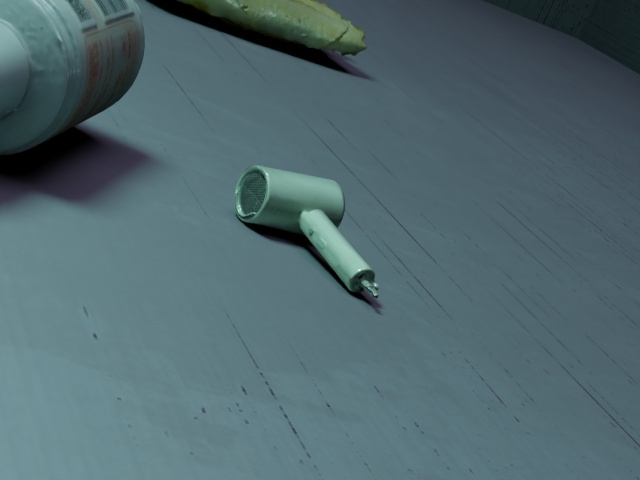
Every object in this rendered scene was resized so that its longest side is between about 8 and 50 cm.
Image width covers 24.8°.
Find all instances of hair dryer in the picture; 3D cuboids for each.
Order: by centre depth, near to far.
[{"bbox_3d":[0.000,0.000,0.863,0.063,0.038,0.124,10,27,-36],"label":"hair dryer"}]

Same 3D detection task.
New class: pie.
[{"bbox_3d":[-0.073,-0.258,1.557,0.282,0.068,0.128,15,19,-33],"label":"pie"}]

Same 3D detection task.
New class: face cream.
[{"bbox_3d":[-0.173,-0.098,0.797,0.101,0.101,0.251,24,16,1],"label":"face cream"}]
